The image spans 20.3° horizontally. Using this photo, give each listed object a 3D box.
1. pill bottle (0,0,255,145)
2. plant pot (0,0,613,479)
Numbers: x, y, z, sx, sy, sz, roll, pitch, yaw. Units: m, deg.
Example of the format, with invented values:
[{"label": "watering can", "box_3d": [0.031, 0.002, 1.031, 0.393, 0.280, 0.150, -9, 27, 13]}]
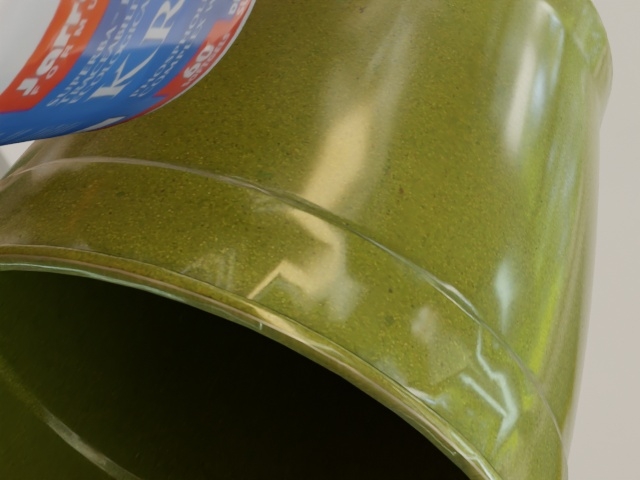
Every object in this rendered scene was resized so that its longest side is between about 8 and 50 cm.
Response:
[{"label": "pill bottle", "box_3d": [-0.097, -0.078, 0.399, 0.124, 0.124, 0.221, -19, -177, 17]}, {"label": "plant pot", "box_3d": [0.000, 0.000, 0.981, 0.366, 0.366, 0.353, -4, -134, 36]}]
